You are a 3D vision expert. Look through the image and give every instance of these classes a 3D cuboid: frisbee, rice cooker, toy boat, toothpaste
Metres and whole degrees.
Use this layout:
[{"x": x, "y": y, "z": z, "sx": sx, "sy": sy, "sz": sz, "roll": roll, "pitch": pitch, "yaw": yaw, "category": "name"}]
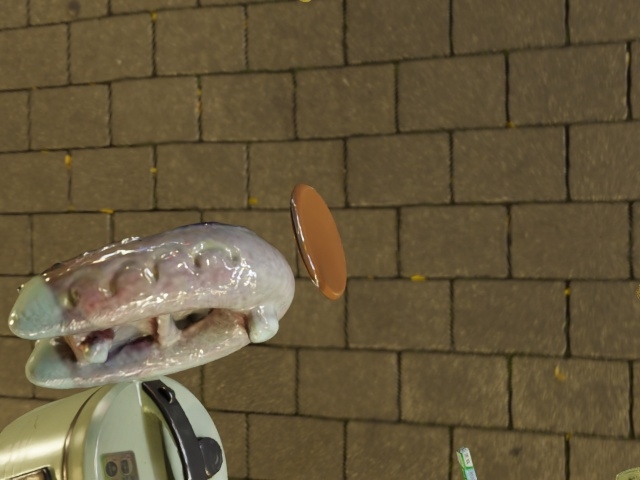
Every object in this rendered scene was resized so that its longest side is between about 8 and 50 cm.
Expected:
[{"x": 0.000, "y": 0.000, "z": 1.661, "sx": 0.021, "sy": 0.251, "sz": 0.251, "roll": -18, "pitch": 84, "yaw": 17, "category": "frisbee"}, {"x": -0.227, "y": 0.265, "z": 0.872, "sx": 0.244, "sy": 0.226, "sz": 0.226, "roll": -20, "pitch": 84, "yaw": 25, "category": "rice cooker"}, {"x": -0.125, "y": 0.066, "z": 0.655, "sx": 0.227, "sy": 0.155, "sz": 0.085, "roll": -15, "pitch": 55, "yaw": -20, "category": "toy boat"}, {"x": 0.269, "y": 0.420, "z": 1.482, "sx": 0.020, "sy": 0.017, "sz": 0.083, "roll": -21, "pitch": 104, "yaw": -17, "category": "toothpaste"}]

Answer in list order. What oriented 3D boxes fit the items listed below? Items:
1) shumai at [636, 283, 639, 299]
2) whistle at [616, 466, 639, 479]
[{"x": 0.628, "y": 0.052, "z": 1.370, "sx": 0.175, "sy": 0.166, "sz": 0.206, "roll": -47, "pitch": 42, "yaw": -14, "category": "shumai"}, {"x": 0.690, "y": 0.457, "z": 1.574, "sx": 0.236, "sy": 0.077, "sz": 0.114, "roll": -22, "pitch": 72, "yaw": 36, "category": "whistle"}]
